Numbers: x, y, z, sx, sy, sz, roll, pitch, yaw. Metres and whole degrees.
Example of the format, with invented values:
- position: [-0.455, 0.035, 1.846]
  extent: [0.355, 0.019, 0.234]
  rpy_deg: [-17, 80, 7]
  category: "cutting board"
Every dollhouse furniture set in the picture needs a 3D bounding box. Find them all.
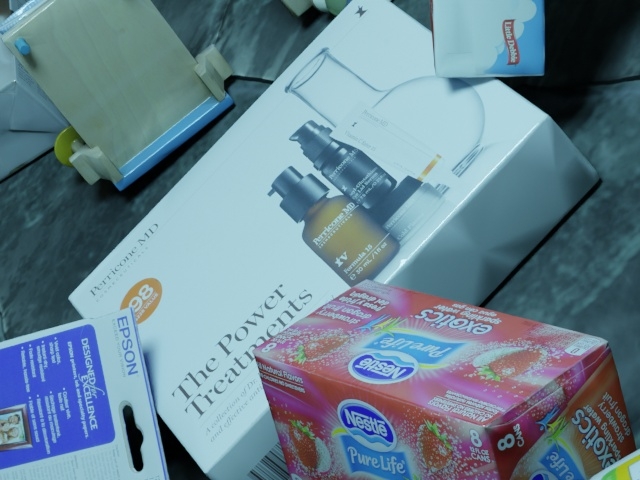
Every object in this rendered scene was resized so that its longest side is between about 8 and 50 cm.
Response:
- position: [-0.198, -0.253, 1.812]
  extent: [0.303, 0.286, 0.198]
  rpy_deg: [-40, 35, -1]
  category: "dollhouse furniture set"

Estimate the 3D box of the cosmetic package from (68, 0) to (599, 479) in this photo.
- position: [0.000, 0.000, 1.588]
  extent: [0.377, 0.097, 0.284]
  rpy_deg: [-47, 39, 0]
  category: "cosmetic package"

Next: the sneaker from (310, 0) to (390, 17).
- position: [0.074, -0.275, 1.768]
  extent: [0.192, 0.064, 0.086]
  rpy_deg: [-55, 42, -1]
  category: "sneaker"

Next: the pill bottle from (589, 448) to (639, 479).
- position: [0.297, 0.148, 1.189]
  extent: [0.246, 0.136, 0.136]
  rpy_deg: [-32, 43, 15]
  category: "pill bottle"

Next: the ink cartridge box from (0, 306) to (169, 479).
- position: [-0.201, 0.174, 1.580]
  extent: [0.208, 0.045, 0.206]
  rpy_deg: [-16, 82, 30]
  category: "ink cartridge box"

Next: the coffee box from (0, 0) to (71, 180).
- position: [-0.342, -0.184, 2.011]
  extent: [0.141, 0.098, 0.246]
  rpy_deg: [-29, 44, 18]
  category: "coffee box"

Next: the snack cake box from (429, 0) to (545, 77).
- position: [0.129, -0.258, 1.574]
  extent: [0.089, 0.152, 0.264]
  rpy_deg: [-1, 33, 2]
  category: "snack cake box"

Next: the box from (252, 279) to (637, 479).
- position: [0.084, 0.126, 1.345]
  extent: [0.122, 0.128, 0.257]
  rpy_deg: [-30, 26, -30]
  category: "box"
